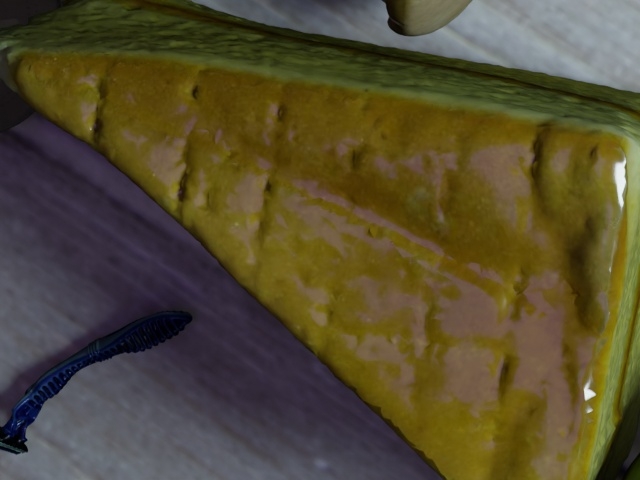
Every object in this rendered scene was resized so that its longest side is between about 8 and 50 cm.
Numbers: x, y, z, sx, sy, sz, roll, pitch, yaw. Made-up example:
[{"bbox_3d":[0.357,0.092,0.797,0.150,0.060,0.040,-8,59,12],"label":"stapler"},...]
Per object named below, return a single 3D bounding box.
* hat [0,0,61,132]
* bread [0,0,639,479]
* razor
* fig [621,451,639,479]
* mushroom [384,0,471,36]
[{"bbox_3d":[-0.260,-0.134,1.154,0.173,0.144,0.166,-5,109,-31],"label":"hat"},{"bbox_3d":[0.000,0.000,1.026,0.361,0.233,0.245,13,102,14],"label":"bread"},{"bbox_3d":[-0.145,0.081,1.169,0.154,0.044,0.028,-35,64,13],"label":"razor"},{"bbox_3d":[0.242,0.170,0.997,0.207,0.230,0.207,-14,66,34],"label":"fig"},{"bbox_3d":[-0.091,-0.224,1.062,0.407,0.137,0.154,25,89,15],"label":"mushroom"}]
